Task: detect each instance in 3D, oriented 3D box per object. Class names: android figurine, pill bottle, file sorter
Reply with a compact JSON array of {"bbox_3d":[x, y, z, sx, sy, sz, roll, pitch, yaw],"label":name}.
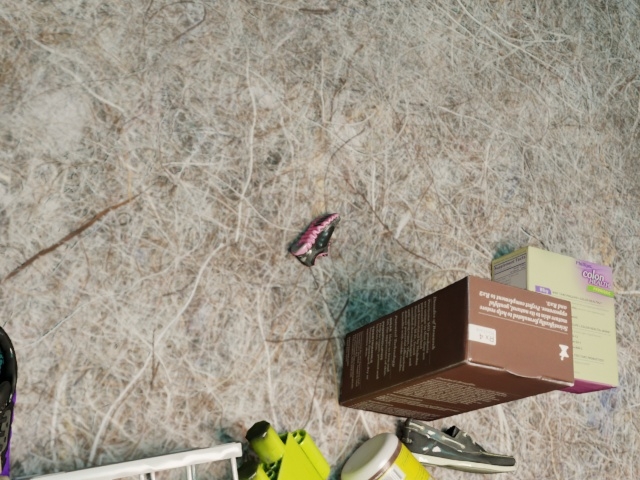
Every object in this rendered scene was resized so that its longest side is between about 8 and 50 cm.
[{"bbox_3d":[-0.034,0.406,1.276,0.272,0.056,0.248,59,22,-21],"label":"android figurine"},{"bbox_3d":[0.142,0.427,1.394,0.215,0.117,0.117,49,59,-6],"label":"pill bottle"},{"bbox_3d":[-0.259,0.385,1.158,0.278,0.193,0.173,-4,78,-29],"label":"file sorter"}]

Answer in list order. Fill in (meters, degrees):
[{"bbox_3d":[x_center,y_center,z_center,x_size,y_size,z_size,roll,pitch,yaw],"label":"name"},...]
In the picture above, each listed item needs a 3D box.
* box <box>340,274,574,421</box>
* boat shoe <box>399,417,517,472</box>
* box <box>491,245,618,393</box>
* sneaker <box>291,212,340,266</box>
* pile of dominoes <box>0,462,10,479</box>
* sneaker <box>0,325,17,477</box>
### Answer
[{"bbox_3d":[0.200,0.185,1.351,0.191,0.381,0.143,15,67,-23],"label":"box"},{"bbox_3d":[0.247,0.365,1.492,0.233,0.084,0.079,16,67,-19],"label":"boat shoe"},{"bbox_3d":[0.451,0.158,1.649,0.214,0.117,0.242,13,69,-24],"label":"box"},{"bbox_3d":[0.000,0.000,1.512,0.119,0.047,0.057,-47,113,-27],"label":"sneaker"},{"bbox_3d":[-0.512,0.246,1.077,0.251,0.196,0.040,66,20,5],"label":"pile of dominoes"},{"bbox_3d":[-0.456,0.244,1.124,0.102,0.146,0.293,5,71,-27],"label":"sneaker"}]
